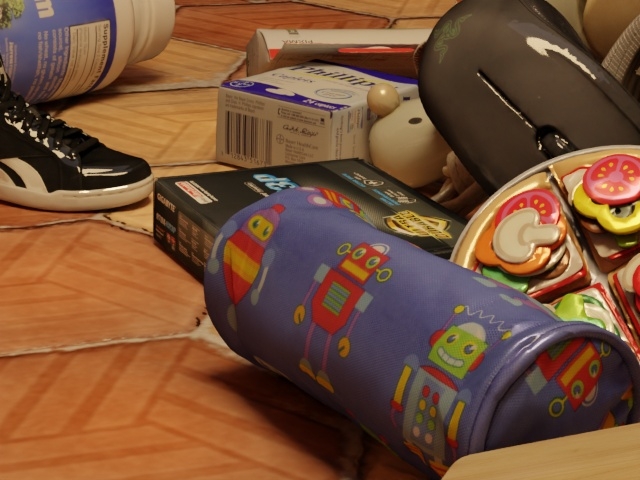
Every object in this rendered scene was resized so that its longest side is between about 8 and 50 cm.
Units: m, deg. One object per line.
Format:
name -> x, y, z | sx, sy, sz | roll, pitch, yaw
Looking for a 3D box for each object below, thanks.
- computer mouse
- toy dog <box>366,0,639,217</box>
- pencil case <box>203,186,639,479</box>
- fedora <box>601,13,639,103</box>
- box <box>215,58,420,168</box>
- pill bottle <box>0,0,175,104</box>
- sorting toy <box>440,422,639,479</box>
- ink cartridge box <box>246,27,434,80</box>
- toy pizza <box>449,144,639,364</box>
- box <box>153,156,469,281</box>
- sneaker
computer mouse -> 0.153, -0.087, 1.262 | 0.072, 0.188, 0.272 | 21, 20, -50
toy dog -> 0.151, -0.171, 1.431 | 0.333, 0.161, 0.220 | -36, 12, 11
pencil case -> 0.052, 0.062, 1.046 | 0.133, 0.119, 0.306 | 42, -7, -34
fedora -> 0.297, -0.049, 1.266 | 0.243, 0.275, 0.124 | -10, -20, 36
box -> 0.001, -0.102, 1.588 | 0.126, 0.072, 0.137 | 16, 23, 34
pill bottle -> -0.271, -0.204, 1.740 | 0.152, 0.152, 0.272 | 18, 25, 39
sorting toy -> 0.166, 0.135, 0.745 | 0.257, 0.089, 0.255 | -12, 4, 15
ink cartridge box -> 0.033, -0.182, 1.731 | 0.181, 0.056, 0.224 | -1, -7, -10
toy pizza -> 0.170, 0.018, 1.136 | 0.201, 0.032, 0.201 | -10, 53, 14
box -> 0.000, 0.000, 1.321 | 0.175, 0.051, 0.220 | -7, 21, -24
sneaker -> -0.238, -0.095, 1.470 | 0.217, 0.121, 0.079 | 6, 20, 13
